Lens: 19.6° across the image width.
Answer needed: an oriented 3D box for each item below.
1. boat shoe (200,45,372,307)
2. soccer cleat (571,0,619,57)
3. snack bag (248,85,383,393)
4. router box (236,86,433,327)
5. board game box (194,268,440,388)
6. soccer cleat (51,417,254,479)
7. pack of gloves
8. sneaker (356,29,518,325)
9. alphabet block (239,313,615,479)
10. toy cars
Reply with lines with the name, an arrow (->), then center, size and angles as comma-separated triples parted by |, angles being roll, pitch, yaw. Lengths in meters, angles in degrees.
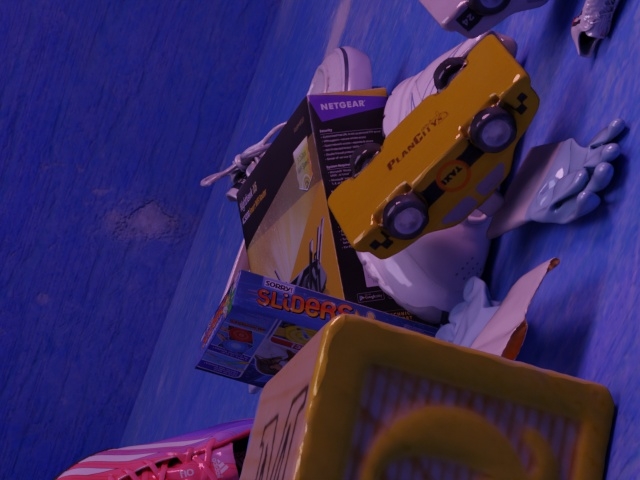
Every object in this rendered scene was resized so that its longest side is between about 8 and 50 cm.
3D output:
boat shoe -> -0.054, -0.057, 2.087 | 0.136, 0.156, 0.367 | 175, 111, -76
soccer cleat -> 0.206, -0.168, 1.364 | 0.083, 0.029, 0.035 | 115, 159, -55
snack bag -> 0.000, 0.000, 2.227 | 0.342, 0.037, 0.323 | 135, 149, -65
router box -> 0.007, 0.021, 1.752 | 0.309, 0.081, 0.242 | 132, 130, -69
board game box -> 0.011, 0.093, 1.498 | 0.136, 0.201, 0.035 | 124, 161, -59
soccer cleat -> -0.150, 0.249, 1.928 | 0.116, 0.318, 0.108 | -29, 77, 56
pack of gloves -> 0.158, 0.013, 1.331 | 0.195, 0.046, 0.232 | -60, 7, -9
sneaker -> 0.104, -0.062, 1.537 | 0.129, 0.111, 0.297 | -50, 25, 44
alphabet block -> 0.051, 0.177, 1.170 | 0.197, 0.192, 0.193 | 128, 155, -69
toy cars -> 0.136, -0.146, 1.464 | 0.176, 0.087, 0.393 | -7, 54, 49
